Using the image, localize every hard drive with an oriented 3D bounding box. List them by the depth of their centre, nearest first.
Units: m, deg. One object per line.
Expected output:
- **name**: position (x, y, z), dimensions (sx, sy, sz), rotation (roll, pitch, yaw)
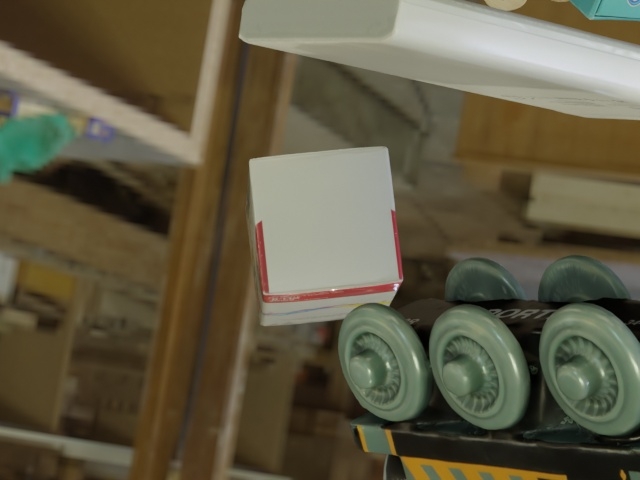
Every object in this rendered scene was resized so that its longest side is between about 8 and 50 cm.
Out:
- **hard drive**: position (0.125, -0.127, 1.246), dimensions (0.308, 0.040, 0.203), rotation (10, 180, -31)

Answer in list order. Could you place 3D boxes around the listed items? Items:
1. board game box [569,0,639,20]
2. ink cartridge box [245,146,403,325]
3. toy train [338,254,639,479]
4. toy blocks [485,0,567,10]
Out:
- **board game box**: position (0.319, -0.252, 1.083), dimensions (0.336, 0.253, 0.079), rotation (0, -145, -31)
- **ink cartridge box**: position (0.000, 0.000, 1.642), dimensions (0.127, 0.128, 0.176), rotation (-6, 168, -4)
- **toy train**: position (0.143, 0.113, 1.070), dimensions (0.142, 0.190, 0.334), rotation (-22, -168, -37)
- **toy blocks**: position (0.257, -0.354, 2.149), dimensions (0.123, 0.148, 0.054), rotation (-7, 146, 17)
